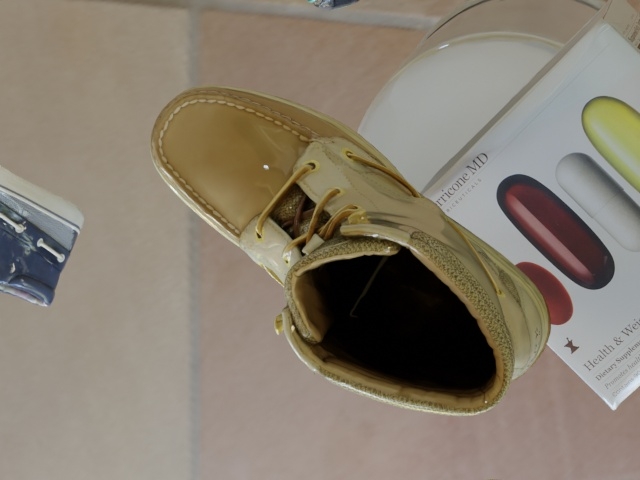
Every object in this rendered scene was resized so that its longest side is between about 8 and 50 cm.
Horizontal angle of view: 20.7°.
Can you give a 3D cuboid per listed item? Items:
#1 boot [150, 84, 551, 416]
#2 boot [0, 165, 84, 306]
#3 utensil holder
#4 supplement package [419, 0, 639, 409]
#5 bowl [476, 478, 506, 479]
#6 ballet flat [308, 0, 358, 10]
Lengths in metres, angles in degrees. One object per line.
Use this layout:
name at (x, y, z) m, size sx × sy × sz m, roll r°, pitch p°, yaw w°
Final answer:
boot at (0.000, 0.000, 0.936) m, size 0.262 × 0.203 × 0.095 m, roll 36°, pitch 100°, yaw 7°
boot at (-0.276, -0.016, 1.390) m, size 0.069 × 0.190 × 0.086 m, roll -6°, pitch 64°, yaw 53°
utensil holder at (0.212, -0.095, 1.856) m, size 0.327 × 0.385 × 0.327 m, roll 3°, pitch 103°, yaw 11°
supplement package at (0.210, -0.032, 1.248) m, size 0.203 × 0.149 × 0.194 m, roll 44°, pitch 110°, yaw 0°
bowl at (0.144, 0.396, 2.090) m, size 0.156 × 0.289 × 0.289 m, roll 27°, pitch 118°, yaw -7°
ballet flat at (0.033, -0.338, 1.822) m, size 0.074 × 0.074 × 0.203 m, roll 17°, pitch 107°, yaw 24°
